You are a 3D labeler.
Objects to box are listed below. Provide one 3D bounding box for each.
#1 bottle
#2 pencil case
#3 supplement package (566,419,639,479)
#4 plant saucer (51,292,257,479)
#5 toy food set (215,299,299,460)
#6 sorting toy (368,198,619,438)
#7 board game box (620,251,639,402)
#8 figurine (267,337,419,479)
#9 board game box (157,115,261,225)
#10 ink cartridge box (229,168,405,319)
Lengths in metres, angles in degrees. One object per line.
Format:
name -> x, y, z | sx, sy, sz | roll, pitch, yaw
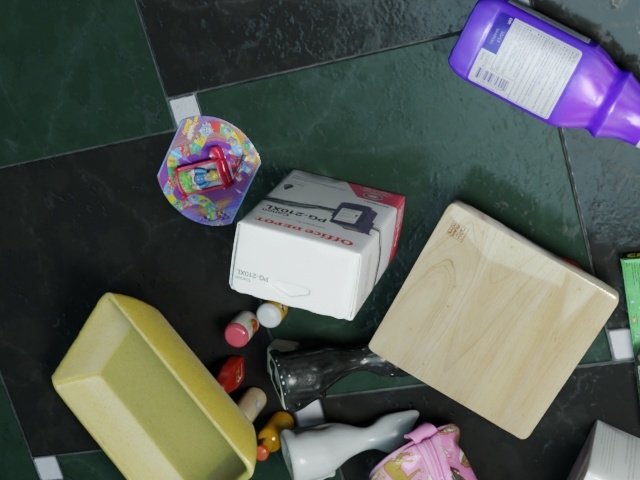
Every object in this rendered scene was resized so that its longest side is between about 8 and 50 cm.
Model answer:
bottle -> 0.307, -0.206, 1.612 | 0.283, 0.092, 0.118 | 28, 117, 6
pencil case -> 0.211, 0.448, 1.781 | 0.167, 0.160, 0.386 | -44, 62, 28
supplement package -> 0.474, 0.410, 1.746 | 0.293, 0.175, 0.177 | 23, 111, 8
plant saucer -> -0.239, 0.256, 1.915 | 0.333, 0.081, 0.333 | 50, 141, 7
toy food set -> -0.101, 0.205, 1.902 | 0.111, 0.104, 0.232 | 8, 113, 15
sorting toy -> 0.240, 0.099, 1.756 | 0.255, 0.089, 0.257 | 30, 116, 5
board game box -> 0.491, 0.136, 1.721 | 0.136, 0.030, 0.259 | -4, 109, 22
figurine -> 0.044, 0.242, 1.857 | 0.209, 0.092, 0.215 | -11, 111, -11
board game box -> -0.170, -0.097, 1.848 | 0.133, 0.033, 0.168 | 31, 116, 5
ink cartridge box -> 0.000, 0.000, 1.714 | 0.172, 0.237, 0.100 | 14, 114, 13
